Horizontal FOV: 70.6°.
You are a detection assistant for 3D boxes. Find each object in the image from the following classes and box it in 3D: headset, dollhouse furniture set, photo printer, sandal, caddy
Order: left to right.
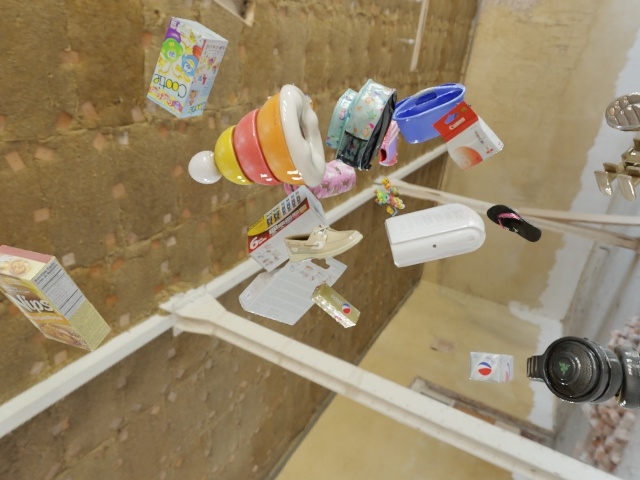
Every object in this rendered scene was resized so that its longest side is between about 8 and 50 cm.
[{"bbox_3d":[0.474,-0.579,1.991,0.241,0.341,0.179,-98,-15,-56],"label":"caddy"},{"bbox_3d":[0.379,-0.028,1.504,0.256,0.308,0.107,-86,-19,-68],"label":"photo printer"},{"bbox_3d":[0.586,-0.054,1.381,0.040,0.179,0.067,-19,-45,-39],"label":"sandal"},{"bbox_3d":[0.590,0.244,0.917,0.394,0.244,0.185,106,172,-74],"label":"headset"},{"bbox_3d":[0.998,-0.186,1.331,0.212,0.242,0.161,-39,-62,-5],"label":"dollhouse furniture set"}]

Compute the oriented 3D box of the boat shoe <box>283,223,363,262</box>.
[{"bbox_3d":[0.000,0.000,1.515,0.109,0.302,0.098,-37,-70,-49],"label":"boat shoe"}]

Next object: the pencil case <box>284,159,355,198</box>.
[{"bbox_3d":[0.004,-0.278,2.078,0.386,0.167,0.160,-23,-65,-52],"label":"pencil case"}]

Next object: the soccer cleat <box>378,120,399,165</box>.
[{"bbox_3d":[0.330,-0.493,2.228,0.095,0.083,0.247,-4,-83,-33],"label":"soccer cleat"}]

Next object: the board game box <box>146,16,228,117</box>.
[{"bbox_3d":[-0.446,-0.573,1.514,0.275,0.142,0.144,-60,-6,26],"label":"board game box"}]

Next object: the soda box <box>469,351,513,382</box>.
[{"bbox_3d":[0.600,0.439,1.572,0.286,0.098,0.091,24,-112,-56],"label":"soda box"}]

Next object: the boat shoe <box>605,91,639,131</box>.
[{"bbox_3d":[0.976,-0.367,1.251,0.116,0.325,0.123,8,-95,-63],"label":"boat shoe"}]

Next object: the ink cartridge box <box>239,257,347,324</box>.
[{"bbox_3d":[-0.114,0.179,1.943,0.385,0.091,0.308,-48,-44,12],"label":"ink cartridge box"}]

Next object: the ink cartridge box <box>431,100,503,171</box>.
[{"bbox_3d":[0.434,-0.309,1.360,0.045,0.179,0.145,-53,10,-32],"label":"ink cartridge box"}]

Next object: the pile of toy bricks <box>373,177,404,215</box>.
[{"bbox_3d":[0.300,-0.211,2.143,0.105,0.212,0.118,16,-51,-35],"label":"pile of toy bricks"}]

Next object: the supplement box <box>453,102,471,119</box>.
[{"bbox_3d":[0.541,-0.474,1.734,0.083,0.056,0.083,-14,-68,-75],"label":"supplement box"}]

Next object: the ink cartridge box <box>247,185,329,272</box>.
[{"bbox_3d":[-0.142,-0.067,1.836,0.309,0.272,0.130,-37,-58,12],"label":"ink cartridge box"}]

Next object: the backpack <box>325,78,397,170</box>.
[{"bbox_3d":[0.139,-0.389,1.465,0.225,0.191,0.253,-57,-5,-44],"label":"backpack"}]

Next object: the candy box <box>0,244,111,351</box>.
[{"bbox_3d":[-0.722,0.160,1.207,0.316,0.183,0.087,80,-153,-45],"label":"candy box"}]

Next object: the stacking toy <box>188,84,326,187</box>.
[{"bbox_3d":[-0.246,-0.312,1.580,0.350,0.480,0.350,-12,-90,-75],"label":"stacking toy"}]

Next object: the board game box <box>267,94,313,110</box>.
[{"bbox_3d":[-0.140,-0.626,2.064,0.146,0.194,0.045,-107,15,-59],"label":"board game box"}]

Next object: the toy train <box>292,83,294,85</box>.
[{"bbox_3d":[-0.121,-0.575,1.888,0.143,0.105,0.247,144,131,-76],"label":"toy train"}]

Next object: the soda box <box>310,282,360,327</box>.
[{"bbox_3d":[0.054,0.231,1.608,0.181,0.061,0.058,41,-128,-18],"label":"soda box"}]
